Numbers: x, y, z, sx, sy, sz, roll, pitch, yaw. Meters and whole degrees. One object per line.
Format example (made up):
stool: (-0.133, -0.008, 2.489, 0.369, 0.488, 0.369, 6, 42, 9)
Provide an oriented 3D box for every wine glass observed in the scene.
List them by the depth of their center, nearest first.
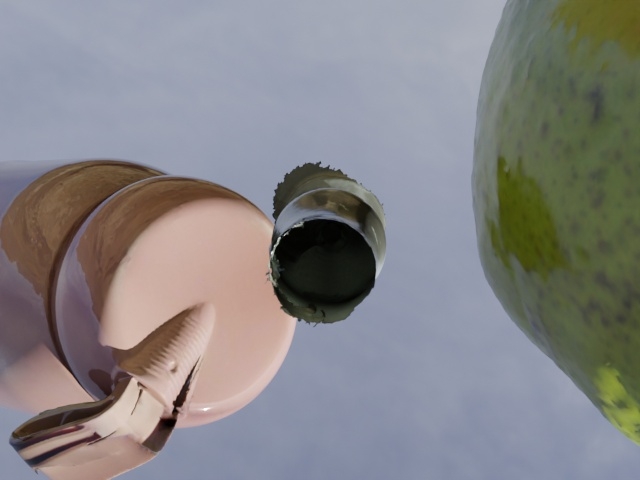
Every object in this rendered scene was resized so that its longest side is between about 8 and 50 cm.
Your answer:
wine glass: (0.000, 0.000, 0.399, 0.039, 0.042, 0.083, -19, -172, 8)

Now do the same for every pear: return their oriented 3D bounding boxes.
pear: (0.264, -0.064, 0.632, 0.391, 0.391, 0.391, 17, -154, -8)

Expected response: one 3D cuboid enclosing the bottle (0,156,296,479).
bottle: (-0.147, 0.046, 0.809, 0.297, 0.206, 0.173, 3, 141, 53)
